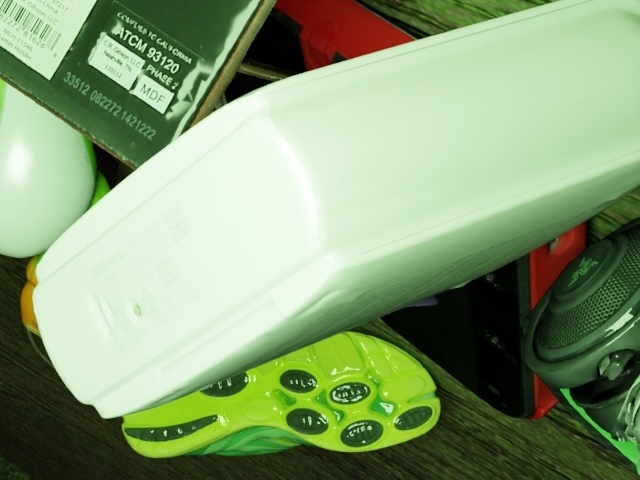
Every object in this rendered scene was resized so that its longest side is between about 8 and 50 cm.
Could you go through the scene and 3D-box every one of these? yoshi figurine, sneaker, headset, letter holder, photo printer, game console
[{"bbox_3d":[-0.181,-0.078,1.312,0.203,0.203,0.362,15,113,13],"label":"yoshi figurine"},{"bbox_3d":[-0.032,0.138,1.749,0.295,0.109,0.123,-4,177,20],"label":"sneaker"},{"bbox_3d":[0.219,0.101,1.130,0.243,0.185,0.394,36,163,14],"label":"headset"},{"bbox_3d":[-0.129,-0.168,1.137,0.302,0.152,0.214,34,-170,18],"label":"letter holder"},{"bbox_3d":[0.036,-0.025,1.005,0.256,0.307,0.107,-34,79,51],"label":"photo printer"},{"bbox_3d":[0.042,-0.045,1.371,0.342,0.060,0.386,39,162,24],"label":"game console"}]

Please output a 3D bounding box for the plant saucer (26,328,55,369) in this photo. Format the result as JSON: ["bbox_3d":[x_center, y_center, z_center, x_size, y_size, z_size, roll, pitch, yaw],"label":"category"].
[{"bbox_3d":[-0.120,0.096,1.834,0.310,0.050,0.310,8,152,4],"label":"plant saucer"}]

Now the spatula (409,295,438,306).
[{"bbox_3d":[0.000,0.000,1.242,0.084,0.030,0.296,40,-177,23],"label":"spatula"}]

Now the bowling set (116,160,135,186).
[{"bbox_3d":[-0.150,-0.055,1.599,0.154,0.200,0.287,96,152,-43],"label":"bowling set"}]

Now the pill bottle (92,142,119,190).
[{"bbox_3d":[-0.226,-0.039,1.805,0.108,0.108,0.193,18,151,49],"label":"pill bottle"}]
